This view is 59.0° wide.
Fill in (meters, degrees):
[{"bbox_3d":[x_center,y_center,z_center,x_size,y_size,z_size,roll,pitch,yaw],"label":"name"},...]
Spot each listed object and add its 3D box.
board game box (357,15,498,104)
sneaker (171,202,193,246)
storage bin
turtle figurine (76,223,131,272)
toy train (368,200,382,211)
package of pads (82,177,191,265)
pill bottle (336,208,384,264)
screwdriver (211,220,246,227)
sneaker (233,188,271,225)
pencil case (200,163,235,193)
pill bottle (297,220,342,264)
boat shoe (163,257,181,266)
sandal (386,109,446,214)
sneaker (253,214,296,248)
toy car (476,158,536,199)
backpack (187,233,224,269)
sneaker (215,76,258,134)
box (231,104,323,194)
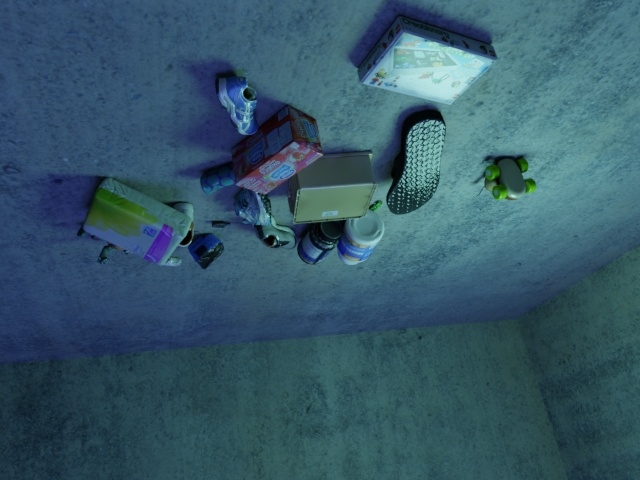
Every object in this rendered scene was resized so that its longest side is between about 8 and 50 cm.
[{"bbox_3d":[0.273,-0.449,1.446,0.305,0.053,0.193,5,152,-29],"label":"board game box"},{"bbox_3d":[-0.516,-0.015,2.003,0.105,0.123,0.290,0,155,-25],"label":"sneaker"},{"bbox_3d":[0.033,-0.167,1.884,0.262,0.123,0.260,-6,156,-10],"label":"storage bin"},{"bbox_3d":[-0.722,0.011,1.990,0.175,0.118,0.234,-33,134,13],"label":"turtle figurine"},{"bbox_3d":[0.207,-0.127,2.159,0.023,0.017,0.083,16,146,-26],"label":"toy train"},{"bbox_3d":[-0.592,-0.054,1.816,0.296,0.101,0.229,28,141,-18],"label":"package of pads"},{"bbox_3d":[0.146,-0.003,2.236,0.152,0.152,0.272,-4,156,-12],"label":"pill bottle"},{"bbox_3d":[-0.323,-0.062,2.106,0.169,0.025,0.024,-6,156,-30],"label":"screwdriver"},{"bbox_3d":[-0.236,-0.120,1.902,0.122,0.110,0.283,-6,155,-1],"label":"sneaker"},{"bbox_3d":[-0.296,-0.196,1.765,0.151,0.065,0.070,-16,139,14],"label":"pencil case"},{"bbox_3d":[0.000,0.000,2.226,0.122,0.123,0.219,3,152,-25],"label":"pill bottle"},{"bbox_3d":[-0.613,0.082,2.280,0.100,0.035,0.035,2,156,-9],"label":"boat shoe"},{"bbox_3d":[0.312,-0.255,1.848,0.167,0.107,0.446,-4,142,-9],"label":"sandal"},{"bbox_3d":[-0.175,-0.009,2.161,0.100,0.108,0.271,-21,154,19],"label":"sneaker"},{"bbox_3d":[0.647,-0.198,2.044,0.154,0.149,0.188,-13,169,-19],"label":"toy car"},{"bbox_3d":[-0.436,0.030,2.159,0.120,0.101,0.098,-40,163,-12],"label":"backpack"},{"bbox_3d":[-0.197,-0.344,1.464,0.081,0.080,0.211,-11,157,10],"label":"sneaker"},{"bbox_3d":[-0.129,-0.253,1.628,0.256,0.128,0.122,-29,149,35],"label":"box"}]
